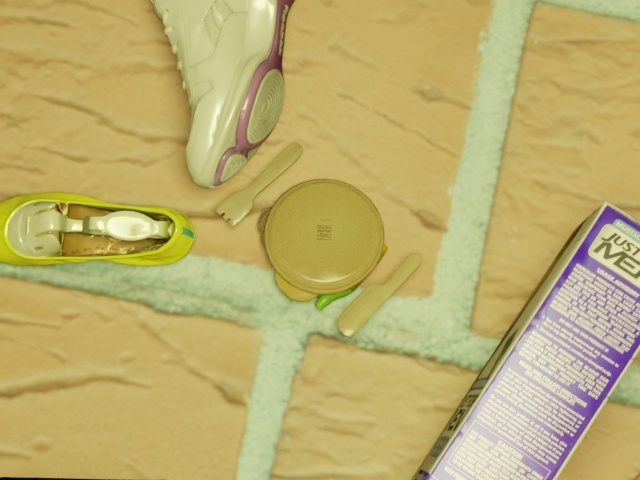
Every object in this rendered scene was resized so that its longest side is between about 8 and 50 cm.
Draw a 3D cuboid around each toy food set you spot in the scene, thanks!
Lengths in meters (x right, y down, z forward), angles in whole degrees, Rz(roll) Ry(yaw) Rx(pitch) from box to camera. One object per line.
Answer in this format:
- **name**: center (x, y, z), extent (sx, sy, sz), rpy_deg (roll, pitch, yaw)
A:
- **toy food set**: center (0.000, 0.000, 1.427), extent (0.132, 0.038, 0.192), rpy_deg (-44, 79, -12)

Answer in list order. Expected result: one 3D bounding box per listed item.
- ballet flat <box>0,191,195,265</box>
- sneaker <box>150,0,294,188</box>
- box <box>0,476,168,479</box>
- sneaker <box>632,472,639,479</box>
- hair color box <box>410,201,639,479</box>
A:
- **ballet flat**: center (-0.243, -0.013, 1.403), extent (0.231, 0.077, 0.077), rpy_deg (2, 83, 0)
- **sneaker**: center (-0.109, -0.201, 1.427), extent (0.152, 0.114, 0.305), rpy_deg (8, 78, 15)
- **box**: center (-0.237, 0.372, 1.222), extent (0.179, 0.343, 0.312), rpy_deg (2, 83, 0)
- **sneaker**: center (0.273, 0.332, 1.330), extent (0.116, 0.136, 0.314), rpy_deg (41, 85, 6)
- **hair color box**: center (0.209, 0.140, 1.330), extent (0.110, 0.185, 0.339), rpy_deg (35, 84, 6)
